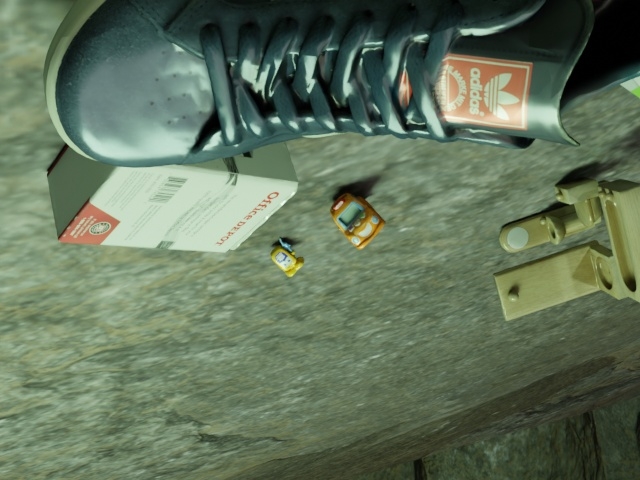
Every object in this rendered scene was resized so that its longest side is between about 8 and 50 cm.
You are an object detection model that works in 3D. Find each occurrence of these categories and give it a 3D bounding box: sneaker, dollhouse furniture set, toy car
[{"bbox_3d":[0.042,-0.094,0.400,0.350,0.148,0.131,-19,138,-7],"label":"sneaker"},{"bbox_3d":[0.252,0.018,0.831,0.123,0.144,0.151,-18,-168,-2],"label":"dollhouse furniture set"},{"bbox_3d":[0.000,0.000,0.717,0.122,0.060,0.040,-38,119,23],"label":"toy car"}]

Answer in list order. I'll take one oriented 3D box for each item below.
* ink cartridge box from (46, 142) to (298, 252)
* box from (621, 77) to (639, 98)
[{"bbox_3d":[-0.099,-0.041,0.550,0.135,0.056,0.099,5,147,-42],"label":"ink cartridge box"},{"bbox_3d":[0.261,-0.168,0.573,0.145,0.038,0.186,-35,153,31],"label":"box"}]
